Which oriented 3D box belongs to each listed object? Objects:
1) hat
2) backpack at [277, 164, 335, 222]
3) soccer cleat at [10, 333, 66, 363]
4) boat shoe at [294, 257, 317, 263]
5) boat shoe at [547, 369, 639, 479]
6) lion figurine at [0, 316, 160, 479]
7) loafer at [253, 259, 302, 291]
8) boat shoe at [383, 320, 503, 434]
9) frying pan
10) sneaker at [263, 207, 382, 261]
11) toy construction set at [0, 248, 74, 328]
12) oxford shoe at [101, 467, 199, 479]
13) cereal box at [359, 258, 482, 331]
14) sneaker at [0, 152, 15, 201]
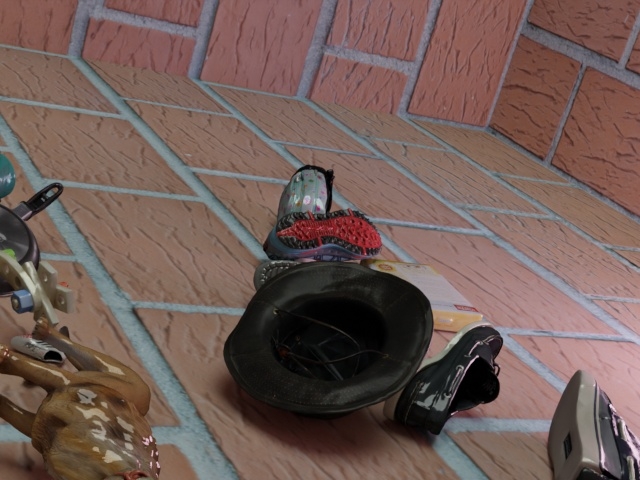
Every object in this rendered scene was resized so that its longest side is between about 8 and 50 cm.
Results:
[{"bbox_3d":[0.020,0.180,1.747,0.331,0.134,0.331,-4,38,3],"label":"hat"},{"bbox_3d":[-0.034,-0.068,2.493,0.115,0.152,0.182,10,31,-5],"label":"backpack"},{"bbox_3d":[-0.403,0.156,1.640,0.083,0.029,0.035,19,13,-11],"label":"soccer cleat"},{"bbox_3d":[0.006,0.065,2.270,0.125,0.038,0.046,13,-24,-30],"label":"boat shoe"},{"bbox_3d":[0.452,0.332,1.784,0.158,0.127,0.340,24,26,1],"label":"boat shoe"},{"bbox_3d":[-0.283,0.207,1.430,0.240,0.142,0.392,24,14,-1],"label":"lion figurine"},{"bbox_3d":[-0.019,0.098,2.098,0.251,0.094,0.087,18,-9,-27],"label":"loafer"},{"bbox_3d":[0.234,0.227,1.857,0.113,0.127,0.340,28,22,26],"label":"boat shoe"},{"bbox_3d":[-0.497,-0.009,1.880,0.326,0.053,0.197,-18,65,-49],"label":"frying pan"},{"bbox_3d":[0.000,0.000,2.314,0.261,0.125,0.104,5,64,-31],"label":"sneaker"},{"bbox_3d":[-0.515,0.057,1.598,0.327,0.151,0.215,4,-9,-42],"label":"toy construction set"},{"bbox_3d":[-0.228,0.275,1.127,0.123,0.130,0.348,30,3,27],"label":"oxford shoe"},{"bbox_3d":[0.195,0.108,2.297,0.173,0.047,0.240,8,21,-24],"label":"cereal box"},{"bbox_3d":[-0.615,-0.090,2.043,0.178,0.124,0.295,-15,34,-42],"label":"sneaker"}]
